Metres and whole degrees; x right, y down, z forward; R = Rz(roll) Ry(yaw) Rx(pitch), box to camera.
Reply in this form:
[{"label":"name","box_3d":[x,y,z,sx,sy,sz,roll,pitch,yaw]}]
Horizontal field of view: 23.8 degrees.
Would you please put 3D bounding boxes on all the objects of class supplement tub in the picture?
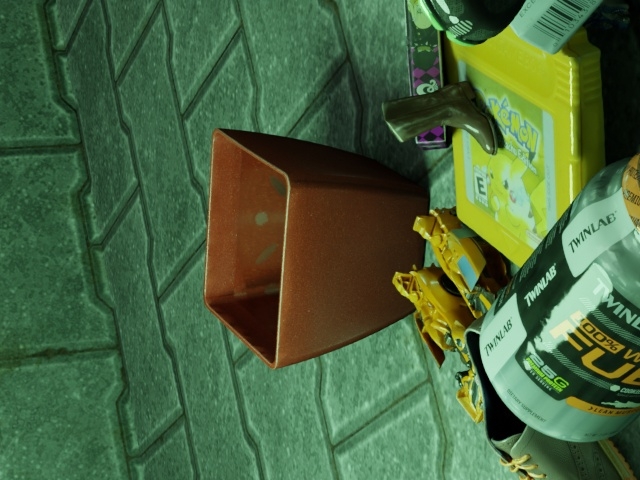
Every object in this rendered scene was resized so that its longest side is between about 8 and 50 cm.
[{"label":"supplement tub","box_3d":[0.302,0.049,1.495,0.316,0.194,0.193,119,139,-49]}]

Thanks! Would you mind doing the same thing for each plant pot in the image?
[{"label":"plant pot","box_3d":[0.000,0.000,2.091,0.267,0.236,0.267,-144,55,-59]}]

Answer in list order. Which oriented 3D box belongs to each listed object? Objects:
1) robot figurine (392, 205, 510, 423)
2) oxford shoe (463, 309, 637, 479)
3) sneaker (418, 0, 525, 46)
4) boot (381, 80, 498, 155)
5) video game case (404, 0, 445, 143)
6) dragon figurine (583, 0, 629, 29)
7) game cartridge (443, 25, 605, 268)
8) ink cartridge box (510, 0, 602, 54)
[{"label":"robot figurine","box_3d":[0.191,0.107,1.876,0.291,0.085,0.211,-117,32,-40]},{"label":"oxford shoe","box_3d":[0.249,0.244,1.672,0.130,0.133,0.363,-27,81,52]},{"label":"sneaker","box_3d":[0.234,-0.391,1.363,0.482,0.185,0.202,-60,39,13]},{"label":"boot","box_3d":[0.133,-0.127,1.725,0.037,0.114,0.106,103,146,-56]},{"label":"video game case","box_3d":[0.132,-0.220,1.876,0.232,0.042,0.210,-7,-86,-84]},{"label":"dragon figurine","box_3d":[0.253,-0.337,1.671,0.289,0.085,0.144,57,142,44]},{"label":"game cartridge","box_3d":[0.226,-0.119,1.716,0.285,0.053,0.323,-136,32,-55]},{"label":"ink cartridge box","box_3d":[0.254,-0.411,1.540,0.324,0.071,0.330,-50,46,24]}]
